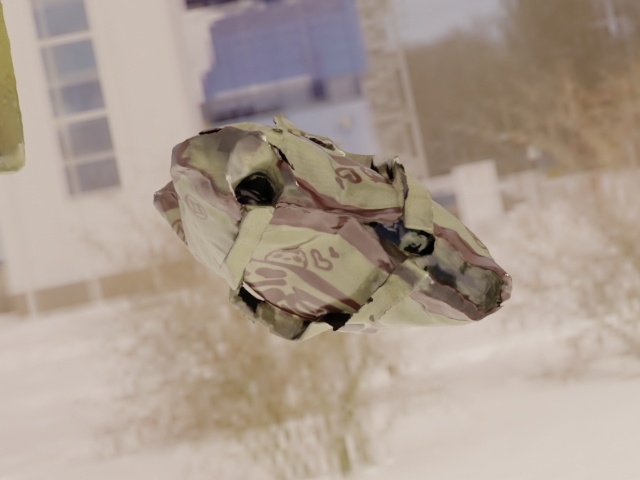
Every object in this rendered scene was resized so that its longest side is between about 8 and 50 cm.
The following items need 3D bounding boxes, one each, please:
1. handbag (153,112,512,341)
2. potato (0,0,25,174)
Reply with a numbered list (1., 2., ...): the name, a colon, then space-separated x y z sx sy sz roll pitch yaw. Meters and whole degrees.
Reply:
1. handbag: 0.000 0.000 1.182 0.213 0.127 0.235 22 -3 -3
2. potato: -0.162 -0.048 0.561 0.149 0.081 0.120 -10 4 -17
